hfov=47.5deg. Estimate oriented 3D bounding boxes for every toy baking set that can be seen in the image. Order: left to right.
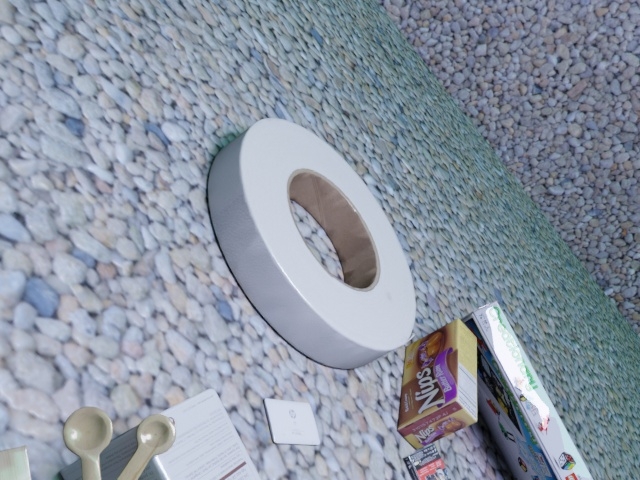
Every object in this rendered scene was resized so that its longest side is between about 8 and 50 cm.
[{"bbox_3d":[-0.148,0.234,0.504,0.197,0.030,0.256,-36,86,-22],"label":"toy baking set"}]

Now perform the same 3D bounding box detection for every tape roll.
[{"bbox_3d":[0.000,0.000,1.074,0.392,0.072,0.392,40,32,-31],"label":"tape roll"}]

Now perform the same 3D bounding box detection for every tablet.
[{"bbox_3d":[-0.033,0.215,0.864,0.083,0.006,0.054,22,43,-49],"label":"tablet"}]

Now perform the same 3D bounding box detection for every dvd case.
[{"bbox_3d":[0.165,0.354,1.031,0.087,0.013,0.119,3,57,-57],"label":"dvd case"}]

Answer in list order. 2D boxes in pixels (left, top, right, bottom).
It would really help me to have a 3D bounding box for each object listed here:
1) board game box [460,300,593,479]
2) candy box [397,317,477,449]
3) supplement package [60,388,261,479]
[{"bbox_3d":[0.312,0.265,1.204,0.305,0.053,0.193,64,-14,13],"label":"board game box"},{"bbox_3d":[0.178,0.213,1.098,0.053,0.109,0.186,46,30,-16],"label":"candy box"},{"bbox_3d":[-0.112,0.235,0.608,0.179,0.105,0.105,61,26,7],"label":"supplement package"}]
